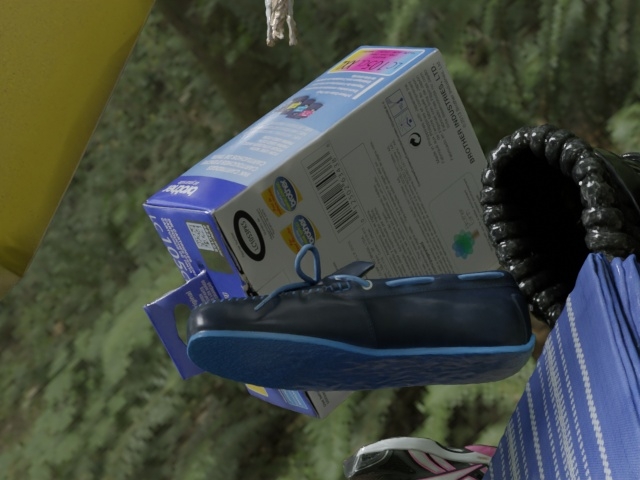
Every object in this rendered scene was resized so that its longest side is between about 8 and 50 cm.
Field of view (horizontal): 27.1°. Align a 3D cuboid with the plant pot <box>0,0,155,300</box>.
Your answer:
[{"bbox_3d":[-0.236,-0.097,0.818,0.212,0.187,0.212,-69,15,-17],"label":"plant pot"}]

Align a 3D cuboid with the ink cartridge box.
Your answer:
[{"bbox_3d":[0.000,0.000,1.429,0.395,0.270,0.151,-39,26,-27],"label":"ink cartridge box"}]

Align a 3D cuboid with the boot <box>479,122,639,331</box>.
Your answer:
[{"bbox_3d":[0.290,0.054,1.081,0.131,0.348,0.260,-50,-24,20],"label":"boot"}]

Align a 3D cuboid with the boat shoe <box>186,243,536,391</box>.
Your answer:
[{"bbox_3d":[0.027,0.061,0.998,0.109,0.258,0.089,118,153,-58],"label":"boat shoe"}]

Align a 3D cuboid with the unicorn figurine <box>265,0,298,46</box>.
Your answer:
[{"bbox_3d":[-0.057,-0.300,1.639,0.060,0.111,0.162,-14,18,-17],"label":"unicorn figurine"}]

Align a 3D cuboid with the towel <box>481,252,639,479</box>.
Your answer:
[{"bbox_3d":[0.141,0.195,0.849,0.243,0.040,0.336,-83,12,-63],"label":"towel"}]

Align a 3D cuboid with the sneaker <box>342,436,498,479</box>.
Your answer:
[{"bbox_3d":[0.113,0.247,1.354,0.072,0.178,0.077,116,156,-61],"label":"sneaker"}]
